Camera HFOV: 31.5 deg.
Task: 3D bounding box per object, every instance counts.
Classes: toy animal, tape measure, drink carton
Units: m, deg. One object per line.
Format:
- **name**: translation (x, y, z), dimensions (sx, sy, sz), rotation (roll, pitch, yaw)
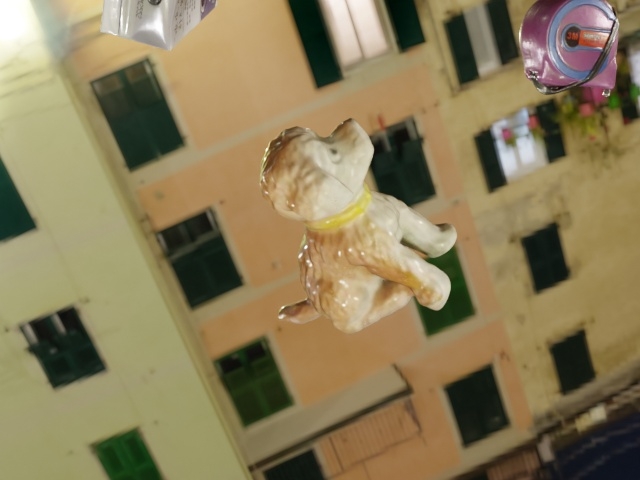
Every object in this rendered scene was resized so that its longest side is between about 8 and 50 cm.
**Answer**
- **toy animal**: translation (-0.010, -0.006, 0.939), dimensions (0.184, 0.185, 0.104), rotation (-23, -135, 28)
- **tape measure**: translation (0.297, -0.235, 1.358), dimensions (0.118, 0.125, 0.074), rotation (2, -170, -25)
- **drink carton**: translation (-0.198, -0.348, 1.470), dimensions (0.102, 0.134, 0.222), rotation (16, -151, 3)
